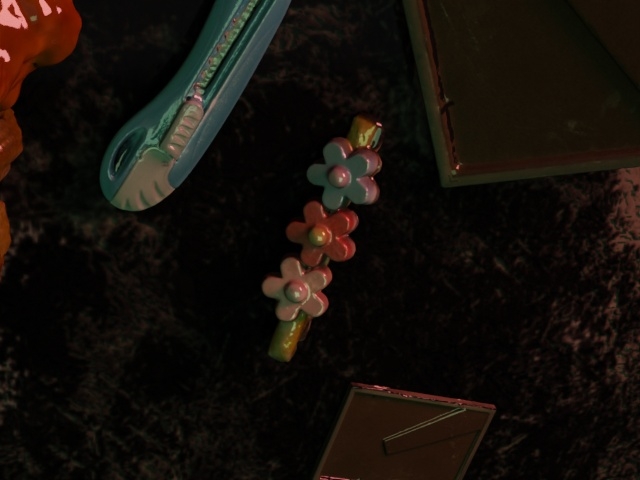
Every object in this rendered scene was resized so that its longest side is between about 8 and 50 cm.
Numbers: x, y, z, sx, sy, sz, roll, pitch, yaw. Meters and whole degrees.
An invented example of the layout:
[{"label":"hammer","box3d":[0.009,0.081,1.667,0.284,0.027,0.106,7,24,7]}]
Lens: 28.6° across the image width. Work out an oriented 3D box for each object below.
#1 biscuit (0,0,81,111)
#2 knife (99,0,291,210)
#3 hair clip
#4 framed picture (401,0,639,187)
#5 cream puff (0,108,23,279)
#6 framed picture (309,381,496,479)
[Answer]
[{"label":"biscuit","box3d":[-0.261,-0.198,0.656,0.312,0.110,0.318,40,62,-31]},{"label":"knife","box3d":[-0.088,-0.110,0.896,0.064,0.031,0.222,27,109,-25]},{"label":"hair clip","box3d":[-0.002,0.002,0.979,0.062,0.056,0.214,23,116,8]},{"label":"framed picture","box3d":[0.174,-0.191,0.873,0.247,0.022,0.335,-6,125,16]},{"label":"cream puff","box3d":[-0.314,-0.035,0.800,0.244,0.196,0.244,-30,137,-32]},{"label":"framed picture","box3d":[0.075,0.184,1.136,0.149,0.011,0.109,12,117,-23]}]
